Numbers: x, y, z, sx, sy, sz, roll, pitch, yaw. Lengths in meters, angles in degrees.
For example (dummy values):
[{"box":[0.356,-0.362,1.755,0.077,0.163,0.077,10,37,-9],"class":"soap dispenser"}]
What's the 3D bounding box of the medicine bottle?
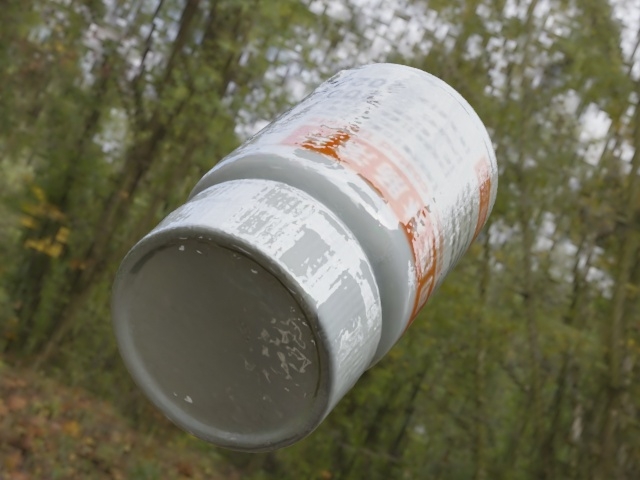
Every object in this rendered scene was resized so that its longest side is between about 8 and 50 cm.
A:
[{"box":[0.000,0.000,1.123,0.211,0.211,0.371,23,33,14],"class":"medicine bottle"}]
